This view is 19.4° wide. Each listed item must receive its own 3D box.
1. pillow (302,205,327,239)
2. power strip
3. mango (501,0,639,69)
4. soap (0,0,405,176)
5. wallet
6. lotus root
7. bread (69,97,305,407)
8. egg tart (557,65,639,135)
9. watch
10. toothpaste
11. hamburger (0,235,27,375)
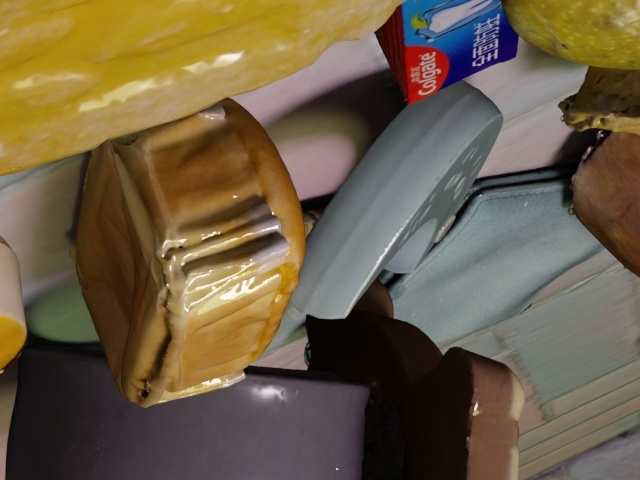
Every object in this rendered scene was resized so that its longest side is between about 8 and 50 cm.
[{"bbox_3d":[0.000,0.000,1.424,0.203,0.038,0.113,-14,164,-30],"label":"pillow"},{"bbox_3d":[0.062,-0.034,1.267,0.167,0.054,0.253,-56,171,18],"label":"power strip"},{"bbox_3d":[0.238,-0.196,0.894,0.329,0.176,0.175,-50,-163,16],"label":"mango"},{"bbox_3d":[-0.102,-0.155,0.612,0.293,0.156,0.335,-17,161,-11],"label":"soap"},{"bbox_3d":[0.146,0.023,1.683,0.251,0.054,0.290,-13,158,-41],"label":"wallet"},{"bbox_3d":[0.360,-0.038,1.542,0.272,0.192,0.272,-30,162,-11],"label":"lotus root"},{"bbox_3d":[-0.083,0.007,1.158,0.107,0.136,0.241,-19,161,-20],"label":"bread"},{"bbox_3d":[0.260,-0.122,1.269,0.213,0.090,0.212,-12,-172,2],"label":"egg tart"},{"bbox_3d":[-0.064,0.164,1.375,0.327,0.314,0.335,6,177,-24],"label":"watch"},{"bbox_3d":[0.061,-0.164,0.966,0.076,0.066,0.320,-24,164,-3],"label":"toothpaste"},{"bbox_3d":[-0.271,0.060,1.109,0.173,0.116,0.210,-18,160,-50],"label":"hamburger"}]
